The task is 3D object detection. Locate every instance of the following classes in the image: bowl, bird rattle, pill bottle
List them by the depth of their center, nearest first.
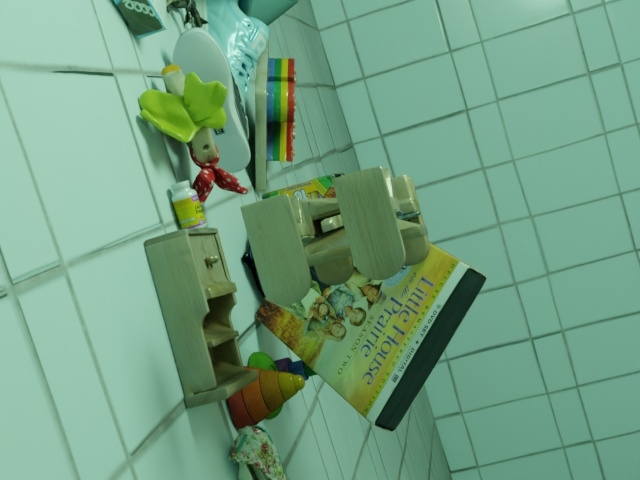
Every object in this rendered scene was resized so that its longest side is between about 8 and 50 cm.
[{"bbox_3d":[-0.219,-0.056,1.517,0.043,0.043,0.083,-57,130,-76],"label":"pill bottle"},{"bbox_3d":[-0.207,-0.192,1.580,0.207,0.143,0.253,62,-2,40],"label":"bird rattle"},{"bbox_3d":[-0.151,-0.742,2.520,0.311,0.163,0.311,-17,90,-80],"label":"bowl"}]

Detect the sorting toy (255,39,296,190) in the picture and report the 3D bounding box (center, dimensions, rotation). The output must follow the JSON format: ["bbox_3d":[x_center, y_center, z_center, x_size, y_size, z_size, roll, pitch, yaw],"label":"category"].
[{"bbox_3d":[-0.100,-0.286,2.092,0.255,0.090,0.257,-92,-176,-52],"label":"sorting toy"}]

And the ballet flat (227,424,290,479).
[{"bbox_3d":[-0.086,0.406,1.488,0.077,0.091,0.241,-46,121,-42],"label":"ballet flat"}]

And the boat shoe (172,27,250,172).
[{"bbox_3d":[-0.200,-0.278,1.766,0.102,0.108,0.301,-91,164,-53],"label":"boat shoe"}]

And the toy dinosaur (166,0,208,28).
[{"bbox_3d":[-0.273,-0.478,1.815,0.268,0.064,0.118,-93,157,-61],"label":"toy dinosaur"}]

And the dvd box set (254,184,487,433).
[{"bbox_3d":[0.070,0.104,1.642,0.062,0.307,0.420,27,5,-39],"label":"dvd box set"}]

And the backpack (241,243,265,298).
[{"bbox_3d":[-0.077,0.052,1.889,0.158,0.117,0.173,-85,159,-59],"label":"backpack"}]

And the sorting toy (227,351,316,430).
[{"bbox_3d":[-0.060,0.253,1.666,0.365,0.126,0.127,4,70,-78],"label":"sorting toy"}]

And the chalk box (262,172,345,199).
[{"bbox_3d":[0.000,0.000,2.190,0.180,0.179,0.288,-29,104,-80],"label":"chalk box"}]

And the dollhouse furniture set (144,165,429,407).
[{"bbox_3d":[-0.026,0.069,1.378,0.362,0.394,0.256,-9,83,-79],"label":"dollhouse furniture set"}]

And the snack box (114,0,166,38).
[{"bbox_3d":[-0.343,-0.508,1.491,0.322,0.060,0.187,61,17,-50],"label":"snack box"}]

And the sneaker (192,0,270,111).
[{"bbox_3d":[-0.178,-0.400,1.930,0.135,0.150,0.365,49,28,-64],"label":"sneaker"}]
